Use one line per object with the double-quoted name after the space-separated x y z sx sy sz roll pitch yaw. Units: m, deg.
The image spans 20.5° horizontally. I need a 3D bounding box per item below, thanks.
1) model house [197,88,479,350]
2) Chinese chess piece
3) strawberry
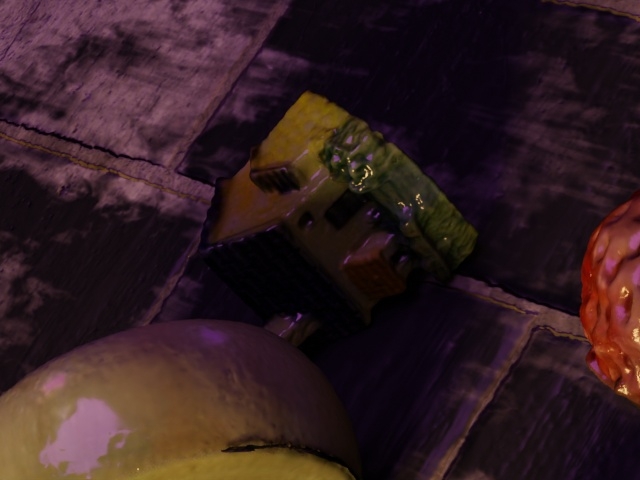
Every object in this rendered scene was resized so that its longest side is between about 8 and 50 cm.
0.000 0.000 1.655 0.211 0.194 0.170 -47 44 -5 "model house"
-0.134 0.220 1.469 0.349 0.349 0.146 -35 52 11 "Chinese chess piece"
0.337 -0.011 1.430 0.265 0.149 0.336 6 61 43 "strawberry"
